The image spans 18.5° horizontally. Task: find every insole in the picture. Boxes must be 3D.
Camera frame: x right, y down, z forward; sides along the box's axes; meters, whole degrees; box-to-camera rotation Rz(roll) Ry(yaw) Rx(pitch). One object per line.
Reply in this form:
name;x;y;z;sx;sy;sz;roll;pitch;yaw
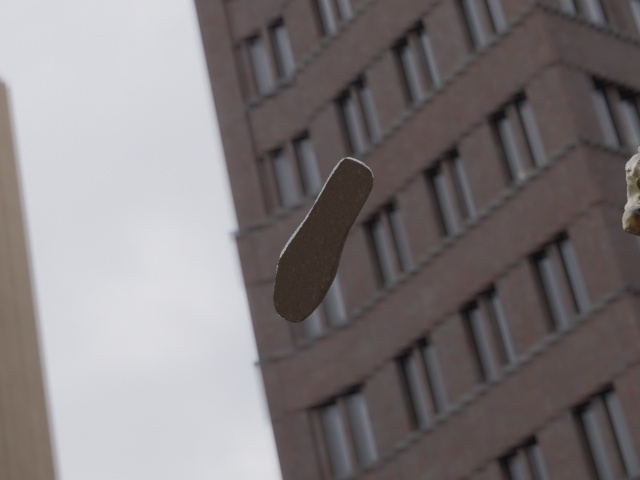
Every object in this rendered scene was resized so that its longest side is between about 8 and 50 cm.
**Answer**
insole;0.000;0.000;2.068;0.063;0.010;0.192;29;-74;6

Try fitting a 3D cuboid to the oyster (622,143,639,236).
oyster;0.420;-0.096;1.984;0.361;0.221;0.096;-13;-42;-30
